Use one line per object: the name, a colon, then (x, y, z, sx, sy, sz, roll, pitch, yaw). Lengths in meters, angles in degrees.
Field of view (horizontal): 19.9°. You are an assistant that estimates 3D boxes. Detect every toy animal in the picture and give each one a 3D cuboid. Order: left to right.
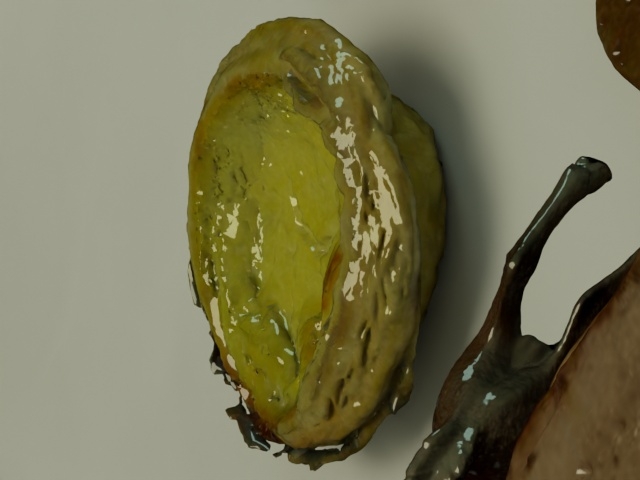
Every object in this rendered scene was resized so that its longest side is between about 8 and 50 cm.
toy animal: (0.100, 0.108, 0.829, 0.087, 0.243, 0.260, 28, 87, 42)

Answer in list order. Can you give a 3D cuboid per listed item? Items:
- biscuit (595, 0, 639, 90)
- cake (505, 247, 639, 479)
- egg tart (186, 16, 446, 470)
biscuit: (0.199, -0.194, 0.802, 0.208, 0.041, 0.290, 50, 130, 50)
cake: (0.199, 0.093, 0.643, 0.199, 0.196, 0.293, -65, 32, 34)
egg tart: (0.000, 0.000, 1.115, 0.279, 0.095, 0.279, 16, 108, 61)
